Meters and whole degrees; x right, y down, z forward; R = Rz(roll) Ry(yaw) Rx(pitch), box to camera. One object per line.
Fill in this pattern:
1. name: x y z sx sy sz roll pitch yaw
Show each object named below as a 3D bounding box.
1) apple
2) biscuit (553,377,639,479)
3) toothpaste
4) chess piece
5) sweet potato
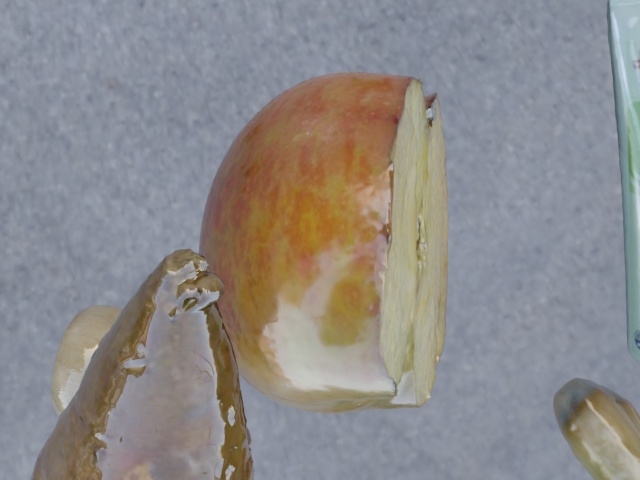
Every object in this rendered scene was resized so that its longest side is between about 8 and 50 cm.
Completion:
1. apple: 0.000 0.000 0.956 0.163 0.251 0.293 1 170 12
2. biscuit: 0.321 0.250 1.179 0.062 0.290 0.237 -41 162 10
3. toothpaste: 0.143 -0.014 0.534 0.048 0.029 0.197 -4 120 7
4. chess piece: -0.144 0.084 0.848 0.038 0.083 0.083 9 138 13
5. sweet potato: -0.093 0.148 0.636 0.131 0.131 0.336 -4 129 -15
